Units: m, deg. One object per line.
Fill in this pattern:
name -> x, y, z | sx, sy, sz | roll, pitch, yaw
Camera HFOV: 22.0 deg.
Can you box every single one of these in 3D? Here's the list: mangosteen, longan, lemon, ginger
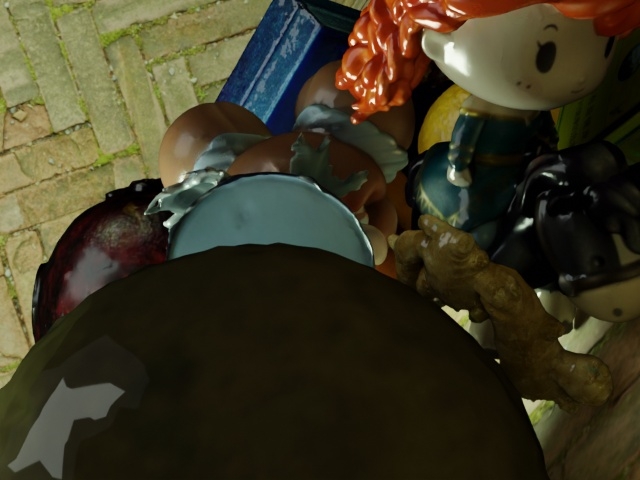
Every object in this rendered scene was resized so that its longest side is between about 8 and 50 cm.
mangosteen -> -0.195, 0.124, 2.102 | 0.381, 0.381, 0.421 | 160, 127, -71
longan -> -0.035, 0.203, 1.259 | 0.404, 0.436, 0.404 | -50, -20, -26
lemon -> 0.179, -0.104, 1.639 | 0.187, 0.142, 0.142 | -41, 24, 35
ginger -> 0.132, 0.057, 1.307 | 0.193, 0.176, 0.052 | 15, 55, 36

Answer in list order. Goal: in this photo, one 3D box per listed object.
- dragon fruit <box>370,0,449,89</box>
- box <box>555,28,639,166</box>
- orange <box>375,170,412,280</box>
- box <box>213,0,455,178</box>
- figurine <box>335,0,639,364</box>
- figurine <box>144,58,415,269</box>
dragon fruit -> 0.184, -0.288, 1.776 | 0.250, 0.250, 0.315 | -31, 37, 66
box -> 0.286, -0.132, 1.449 | 0.220, 0.064, 0.141 | -39, 28, 57
orange -> 0.000, 0.000, 1.885 | 0.246, 0.246, 0.246 | -57, 14, 24
box -> 0.013, -0.150, 2.036 | 0.261, 0.279, 0.116 | -58, 46, 21
figurine -> 0.159, -0.103, 1.361 | 0.306, 0.241, 0.411 | -177, 78, -69
figurine -> -0.040, -0.028, 1.602 | 0.388, 0.277, 0.248 | -49, -55, -77
